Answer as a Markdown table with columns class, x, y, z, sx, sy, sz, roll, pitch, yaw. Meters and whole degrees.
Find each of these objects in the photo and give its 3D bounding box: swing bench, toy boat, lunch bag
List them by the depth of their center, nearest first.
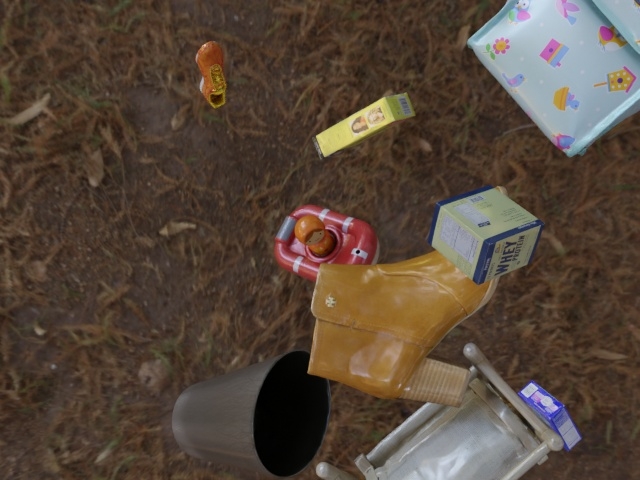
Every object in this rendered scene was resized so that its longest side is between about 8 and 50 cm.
| class | x | y | z | sx | sy | sz | roll | pitch | yaw |
| --- | --- | --- | --- | --- | --- | --- | --- | --- | --- |
| lunch bag | 0.366 | -0.270 | 0.876 | 0.262 | 0.160 | 0.223 | -43 | 76 | 30 |
| swing bench | 0.166 | 0.285 | 0.902 | 0.253 | 0.255 | 0.165 | -41 | 69 | 2 |
| toy boat | 0.000 | 0.000 | 1.337 | 0.231 | 0.151 | 0.151 | 20 | 77 | 31 |

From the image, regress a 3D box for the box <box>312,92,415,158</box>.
| class | x | y | z | sx | sy | sz | roll | pitch | yaw |
| --- | --- | --- | --- | --- | --- | --- | --- | --- | --- |
| box | 0.093 | -0.252 | 1.501 | 0.087 | 0.232 | 0.058 | -23 | 90 | -46 |

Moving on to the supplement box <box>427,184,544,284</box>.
| class | x | y | z | sx | sy | sz | roll | pitch | yaw |
| --- | --- | --- | --- | --- | --- | --- | --- | --- | --- |
| supplement box | 0.178 | -0.008 | 0.734 | 0.083 | 0.056 | 0.083 | -18 | 44 | -27 |

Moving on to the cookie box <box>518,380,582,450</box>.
| class | x | y | z | sx | sy | sz | roll | pitch | yaw |
| --- | --- | --- | --- | --- | --- | --- | --- | --- | --- |
| cookie box | 0.430 | 0.328 | 1.266 | 0.040 | 0.092 | 0.107 | -39 | 121 | -6 |

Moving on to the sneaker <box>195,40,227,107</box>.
| class | x | y | z | sx | sy | sz | roll | pitch | yaw |
| --- | --- | --- | --- | --- | --- | --- | --- | --- | --- |
| sneaker | -0.220 | -0.350 | 1.424 | 0.064 | 0.175 | 0.067 | -32 | 70 | -16 |

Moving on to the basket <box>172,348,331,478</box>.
| class | x | y | z | sx | sy | sz | roll | pitch | yaw |
| --- | --- | --- | --- | --- | --- | --- | --- | --- | --- |
| basket | -0.121 | 0.283 | 1.094 | 0.154 | 0.227 | 0.204 | 49 | 46 | -26 |

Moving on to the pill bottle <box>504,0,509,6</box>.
| class | x | y | z | sx | sy | sz | roll | pitch | yaw |
| --- | --- | --- | --- | --- | --- | --- | --- | --- | --- |
| pill bottle | 0.446 | -0.387 | 1.250 | 0.209 | 0.119 | 0.119 | 9 | 76 | -3 |

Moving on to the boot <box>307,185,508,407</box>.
| class | x | y | z | sx | sy | sz | roll | pitch | yaw |
| --- | --- | --- | --- | --- | --- | --- | --- | --- | --- |
| boot | 0.104 | 0.050 | 0.842 | 0.211 | 0.104 | 0.295 | 16 | 85 | 5 |
